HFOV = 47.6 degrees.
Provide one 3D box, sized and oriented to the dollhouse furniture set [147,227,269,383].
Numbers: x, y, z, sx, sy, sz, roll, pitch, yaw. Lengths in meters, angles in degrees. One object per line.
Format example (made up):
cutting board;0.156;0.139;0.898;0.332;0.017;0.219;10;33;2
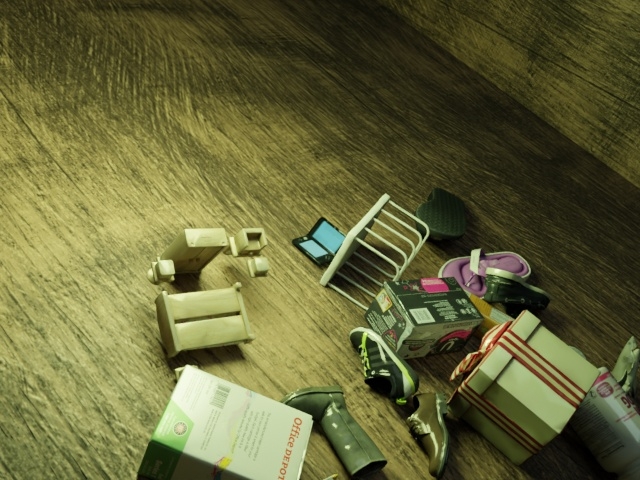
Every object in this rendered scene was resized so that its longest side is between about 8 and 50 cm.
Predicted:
dollhouse furniture set;-0.252;0.167;1.695;0.303;0.174;0.355;-3;68;-36

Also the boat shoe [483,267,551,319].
boat shoe;0.578;0.176;2.145;0.127;0.113;0.340;12;-9;37

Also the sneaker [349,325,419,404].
sneaker;0.134;0.298;1.739;0.097;0.084;0.235;-28;50;-27

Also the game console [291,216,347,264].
game console;0.000;0.000;2.045;0.122;0.071;0.107;39;36;29

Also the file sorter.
file sorter;0.159;0.037;2.006;0.173;0.192;0.277;34;35;8

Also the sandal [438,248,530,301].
sandal;0.514;0.083;2.247;0.416;0.102;0.169;-15;51;-43

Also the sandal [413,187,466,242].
sandal;0.393;-0.061;2.380;0.168;0.107;0.446;30;22;8

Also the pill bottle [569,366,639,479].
pill bottle;0.734;0.473;1.810;0.160;0.160;0.283;-12;60;-42

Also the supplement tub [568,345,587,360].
supplement tub;0.623;0.355;1.949;0.191;0.117;0.117;-6;46;-39

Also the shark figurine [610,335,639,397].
shark figurine;0.826;0.392;2.051;0.116;0.166;0.278;5;18;34

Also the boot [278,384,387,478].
boot;0.023;0.412;1.545;0.190;0.076;0.208;-4;51;-33

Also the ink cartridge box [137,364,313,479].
ink cartridge box;-0.175;0.390;1.392;0.278;0.117;0.201;23;35;-4

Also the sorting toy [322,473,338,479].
sorting toy;0.019;0.510;1.437;0.083;0.045;0.075;-11;68;-41

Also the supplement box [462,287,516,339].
supplement box;0.448;0.219;2.051;0.234;0.078;0.080;33;32;9

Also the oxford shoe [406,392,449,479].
oxford shoe;0.241;0.441;1.642;0.096;0.082;0.227;5;35;-2

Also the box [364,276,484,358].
box;0.271;0.205;1.900;0.247;0.142;0.163;-2;45;-33

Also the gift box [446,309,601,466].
gift box;0.453;0.357;1.733;0.258;0.276;0.255;41;50;14
